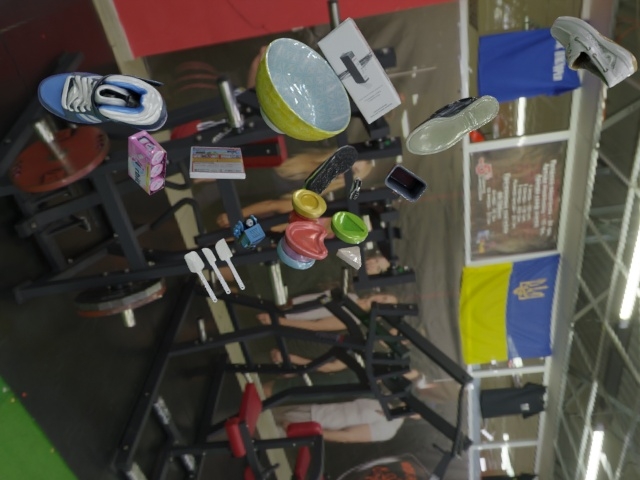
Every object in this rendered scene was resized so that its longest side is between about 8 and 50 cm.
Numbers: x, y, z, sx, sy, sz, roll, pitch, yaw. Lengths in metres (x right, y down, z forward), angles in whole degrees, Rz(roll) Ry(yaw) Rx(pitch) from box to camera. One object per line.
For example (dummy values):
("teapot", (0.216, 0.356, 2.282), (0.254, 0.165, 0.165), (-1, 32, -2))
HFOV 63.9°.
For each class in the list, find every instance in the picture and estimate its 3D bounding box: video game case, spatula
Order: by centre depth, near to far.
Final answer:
("spatula", (-0.404, 0.123, 1.992), (0.019, 0.168, 0.242), (50, -17, 58))
("video game case", (-0.408, -0.308, 2.020), (0.285, 0.204, 0.025), (-111, -156, -58))

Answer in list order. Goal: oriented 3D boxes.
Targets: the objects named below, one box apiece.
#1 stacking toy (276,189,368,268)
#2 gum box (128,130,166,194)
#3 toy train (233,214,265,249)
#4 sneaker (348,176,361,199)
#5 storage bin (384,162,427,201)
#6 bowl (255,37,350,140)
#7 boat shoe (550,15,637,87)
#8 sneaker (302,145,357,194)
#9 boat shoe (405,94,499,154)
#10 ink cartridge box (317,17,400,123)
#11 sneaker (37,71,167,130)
("stacking toy", (0.000, 0.000, 1.693), (0.309, 0.279, 0.130), (-77, -168, -50))
("gum box", (-0.548, -0.247, 1.622), (0.062, 0.107, 0.188), (-40, 167, -35))
("toy train", (-0.271, -0.024, 1.928), (0.105, 0.080, 0.184), (61, -23, 4))
("sneaker", (0.150, -0.223, 2.213), (0.043, 0.040, 0.109), (-89, -160, -61))
("storage bin", (0.287, -0.204, 1.776), (0.098, 0.135, 0.091), (-54, -169, 21))
("bowl", (-0.074, -0.377, 1.393), (0.289, 0.156, 0.289), (24, 51, -34))
("boat shoe", (0.693, -0.498, 1.356), (0.098, 0.096, 0.277), (36, 18, -48))
("sneaker", (0.024, -0.259, 1.828), (0.084, 0.235, 0.097), (48, 3, -30))
("boat shoe", (0.450, -0.418, 1.818), (0.127, 0.340, 0.113), (54, 11, -29))
("ink cartridge box", (0.118, -0.502, 1.517), (0.273, 0.114, 0.197), (55, 18, -14))
("sneaker", (-0.531, -0.348, 1.213), (0.236, 0.323, 0.130), (-171, -87, -81))
